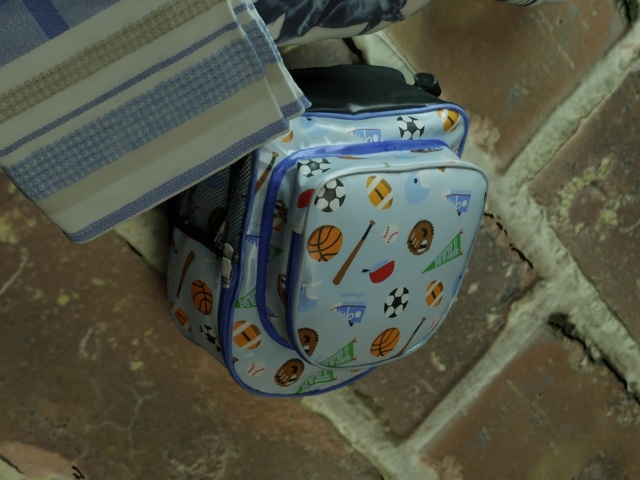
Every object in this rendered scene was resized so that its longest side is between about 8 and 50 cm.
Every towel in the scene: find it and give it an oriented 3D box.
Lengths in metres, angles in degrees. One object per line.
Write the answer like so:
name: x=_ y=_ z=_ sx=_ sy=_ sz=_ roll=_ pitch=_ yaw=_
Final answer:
towel: x=-0.134 y=-0.112 z=1.102 sx=0.209 sy=0.034 sz=0.285 roll=-30 pitch=149 yaw=0

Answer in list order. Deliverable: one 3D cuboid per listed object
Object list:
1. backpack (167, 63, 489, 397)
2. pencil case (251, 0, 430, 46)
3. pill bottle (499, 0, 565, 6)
backpack: x=0.000 y=0.000 z=1.358 sx=0.276 sy=0.213 sz=0.263 roll=-3 pitch=123 yaw=-32
pencil case: x=-0.090 y=-0.222 z=1.199 sx=0.410 sy=0.183 sz=0.160 roll=-13 pitch=142 yaw=-30
pill bottle: x=0.167 y=-0.240 z=1.421 sx=0.120 sy=0.067 sz=0.067 roll=6 pitch=109 yaw=-35
